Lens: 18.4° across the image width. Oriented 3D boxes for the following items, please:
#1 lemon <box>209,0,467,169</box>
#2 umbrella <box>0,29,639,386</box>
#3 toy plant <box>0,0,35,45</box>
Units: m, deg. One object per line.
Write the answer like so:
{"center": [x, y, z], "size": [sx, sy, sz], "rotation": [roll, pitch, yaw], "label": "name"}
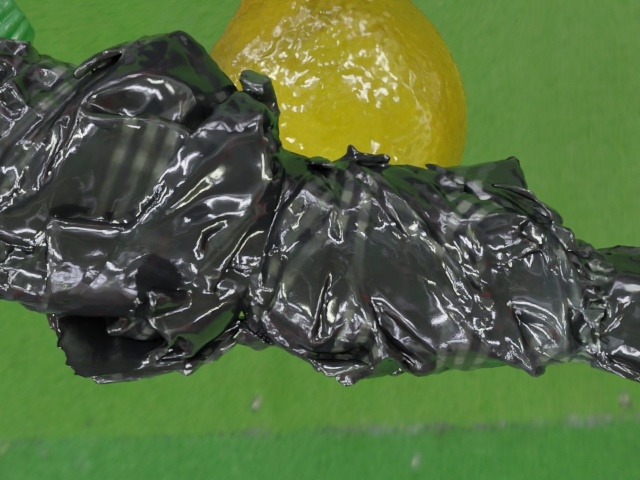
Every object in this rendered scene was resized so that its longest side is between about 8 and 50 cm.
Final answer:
{"center": [0.011, -0.092, 1.449], "size": [0.192, 0.192, 0.231], "rotation": [-25, 99, 12], "label": "lemon"}
{"center": [0.000, -0.012, 0.858], "size": [0.337, 0.128, 0.154], "rotation": [1, 90, -2], "label": "umbrella"}
{"center": [-0.303, -0.100, 1.298], "size": [0.240, 0.088, 0.154], "rotation": [-14, 87, -5], "label": "toy plant"}
